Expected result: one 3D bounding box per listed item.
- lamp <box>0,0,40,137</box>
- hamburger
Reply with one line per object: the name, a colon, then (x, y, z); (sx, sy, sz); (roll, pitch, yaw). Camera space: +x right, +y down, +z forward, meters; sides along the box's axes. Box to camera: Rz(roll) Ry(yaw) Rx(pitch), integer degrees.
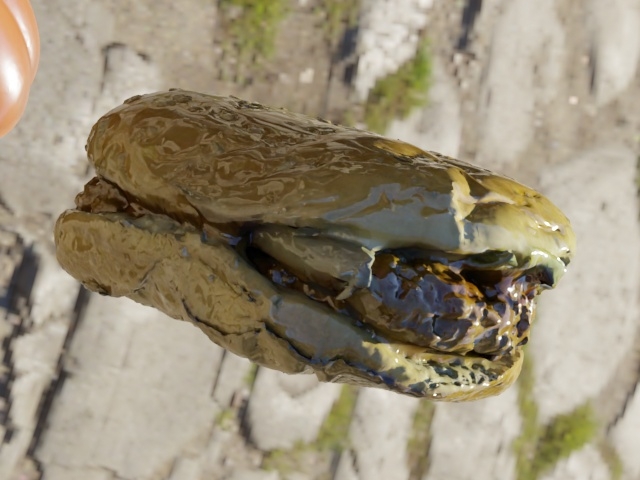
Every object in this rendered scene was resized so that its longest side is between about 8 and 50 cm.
lamp: (-0.271, -0.114, 1.074); (0.187, 0.188, 0.164); (-55, 136, -28)
hamburger: (0.000, 0.000, 0.959); (0.259, 0.283, 0.144); (17, 95, -53)
